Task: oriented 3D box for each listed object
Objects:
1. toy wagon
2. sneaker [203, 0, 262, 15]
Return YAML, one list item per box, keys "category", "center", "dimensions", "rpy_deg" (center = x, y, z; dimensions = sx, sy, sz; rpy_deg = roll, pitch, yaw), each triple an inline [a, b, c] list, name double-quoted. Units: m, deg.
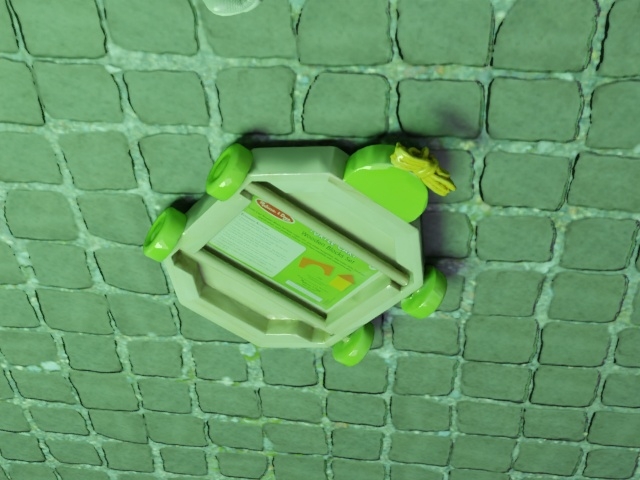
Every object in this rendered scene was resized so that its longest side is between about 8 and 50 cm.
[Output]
- category: "toy wagon"
  center: [0.000, 0.000, 0.959]
  dimensions: [0.267, 0.068, 0.344]
  rpy_deg: [31, 132, -23]
- category: "sneaker"
  center: [-0.130, -0.272, 0.652]
  dimensions: [0.292, 0.118, 0.110]
  rpy_deg: [38, 132, -26]
